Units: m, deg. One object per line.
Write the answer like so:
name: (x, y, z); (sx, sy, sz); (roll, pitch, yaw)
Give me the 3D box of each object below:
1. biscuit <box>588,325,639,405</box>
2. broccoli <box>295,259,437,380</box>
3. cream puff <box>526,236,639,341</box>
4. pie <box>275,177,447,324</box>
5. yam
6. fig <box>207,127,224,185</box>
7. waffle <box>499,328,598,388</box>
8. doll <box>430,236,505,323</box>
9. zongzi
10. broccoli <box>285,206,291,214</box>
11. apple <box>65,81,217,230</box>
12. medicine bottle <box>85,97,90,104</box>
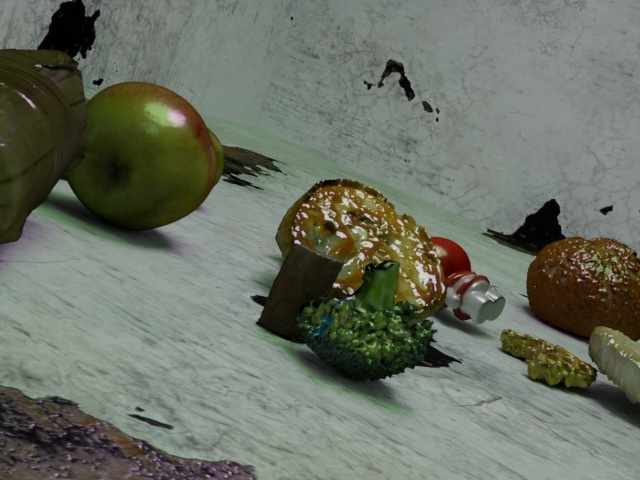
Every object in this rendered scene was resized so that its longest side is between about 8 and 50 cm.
biscuit: (0.522, 0.212, 1.819); (0.179, 0.084, 0.281); (40, 10, 3)
broccoli: (0.061, 0.101, 1.410); (0.154, 0.160, 0.167); (14, -7, -30)
cream puff: (0.593, 0.098, 2.378); (0.303, 0.212, 0.303); (18, 14, -5)
pie: (0.062, 0.026, 1.791); (0.315, 0.092, 0.315); (21, 38, -18)
yam: (-0.027, 0.070, 1.504); (0.084, 0.127, 0.084); (23, 8, -3)
fig: (-0.281, -0.145, 2.206); (0.167, 0.167, 0.233); (19, -28, -4)
waffle: (0.381, 0.198, 1.848); (0.149, 0.051, 0.194); (17, 10, -24)
doll: (0.210, 0.057, 2.038); (0.161, 0.130, 0.290); (-11, 36, -43)
zongzi: (-0.571, -0.099, 1.401); (0.466, 0.218, 0.500); (-5, 21, 4)
broccoli: (0.000, 0.000, 1.958); (0.162, 0.146, 0.138); (11, 42, 34)
apple: (-0.295, -0.136, 1.777); (0.260, 0.261, 0.194); (23, 22, 16)
medicine bottle: (-0.542, -0.235, 2.095); (0.322, 0.151, 0.151); (28, 12, 38)
